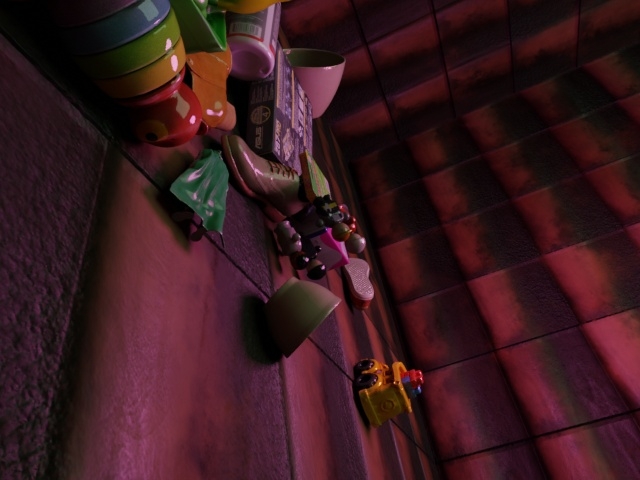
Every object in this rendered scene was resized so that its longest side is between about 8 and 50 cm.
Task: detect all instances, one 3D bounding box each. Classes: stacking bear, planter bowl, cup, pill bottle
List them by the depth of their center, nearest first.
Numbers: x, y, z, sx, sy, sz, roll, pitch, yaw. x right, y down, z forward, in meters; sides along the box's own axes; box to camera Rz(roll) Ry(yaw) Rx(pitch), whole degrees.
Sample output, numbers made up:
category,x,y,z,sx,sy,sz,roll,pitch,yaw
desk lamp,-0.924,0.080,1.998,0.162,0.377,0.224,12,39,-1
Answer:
category,x,y,z,sx,sy,sz,roll,pitch,yaw
stacking bear,-0.262,-0.257,0.647,0.289,0.175,0.164,71,14,-46
planter bowl,-0.050,0.144,0.942,0.109,0.162,0.162,43,9,7
pill bottle,-0.195,-0.609,1.282,0.161,0.161,0.283,47,44,-62
cup,-0.066,-0.662,1.968,0.331,0.330,0.237,-94,-174,-55

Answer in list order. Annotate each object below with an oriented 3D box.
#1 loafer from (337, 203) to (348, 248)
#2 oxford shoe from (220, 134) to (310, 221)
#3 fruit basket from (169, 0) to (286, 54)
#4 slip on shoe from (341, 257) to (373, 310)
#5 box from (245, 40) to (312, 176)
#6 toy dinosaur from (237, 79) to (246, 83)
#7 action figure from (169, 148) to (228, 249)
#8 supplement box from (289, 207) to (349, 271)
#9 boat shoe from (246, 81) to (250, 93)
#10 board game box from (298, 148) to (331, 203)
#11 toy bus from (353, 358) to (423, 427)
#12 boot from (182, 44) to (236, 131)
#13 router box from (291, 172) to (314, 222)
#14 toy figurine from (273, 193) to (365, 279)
category,x,y,z,sx,sy,sz,roll,pitch,yaw
loafer,0.077,-0.047,1.863,0.366,0.133,0.130,34,36,-70
oxford shoe,-0.126,-0.167,1.141,0.348,0.130,0.123,46,26,-63
fruit basket,-0.206,-0.508,0.800,0.283,0.392,0.392,55,18,-51
slip on shoe,0.152,0.172,1.941,0.331,0.123,0.101,-101,-162,-60
box,-0.112,-0.347,1.419,0.318,0.097,0.395,51,35,-62
toy dinosaur,-0.229,-0.590,1.425,0.064,0.112,0.212,-54,161,-85
action figure,-0.205,-0.098,0.824,0.232,0.063,0.137,-90,155,-51
supplement box,0.000,0.000,1.481,0.220,0.111,0.114,56,18,-51
boat shoe,-0.212,-0.507,1.509,0.190,0.068,0.072,-96,-157,-61
board game box,-0.009,-0.147,1.272,0.259,0.039,0.124,51,27,-73
toy bus,0.226,0.458,1.473,0.220,0.211,0.150,-73,139,-74
boot,-0.263,-0.380,0.958,0.211,0.104,0.295,7,67,-78
router box,-0.055,-0.125,1.362,0.038,0.092,0.122,27,-27,28
toy figurine,0.001,-0.001,1.231,0.148,0.213,0.209,61,8,17
